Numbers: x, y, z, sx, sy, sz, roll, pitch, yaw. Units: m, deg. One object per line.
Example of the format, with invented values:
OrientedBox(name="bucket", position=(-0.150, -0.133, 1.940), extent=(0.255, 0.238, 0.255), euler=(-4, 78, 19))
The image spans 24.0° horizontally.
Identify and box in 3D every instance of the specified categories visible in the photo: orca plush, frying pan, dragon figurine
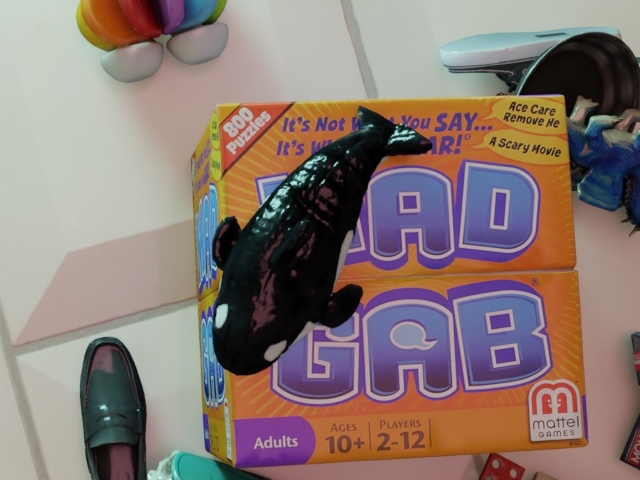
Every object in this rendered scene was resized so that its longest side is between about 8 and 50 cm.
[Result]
OrientedBox(name="orca plush", position=(0.000, 0.000, 1.397), extent=(0.287, 0.102, 0.151), euler=(-42, 92, -10))
OrientedBox(name="frying pan", position=(0.345, -0.204, 1.805), extent=(0.326, 0.053, 0.197), euler=(-47, 128, -5))
OrientedBox(name="dragon figurine", position=(0.320, -0.086, 1.771), extent=(0.289, 0.085, 0.144), euler=(7, 111, -35))

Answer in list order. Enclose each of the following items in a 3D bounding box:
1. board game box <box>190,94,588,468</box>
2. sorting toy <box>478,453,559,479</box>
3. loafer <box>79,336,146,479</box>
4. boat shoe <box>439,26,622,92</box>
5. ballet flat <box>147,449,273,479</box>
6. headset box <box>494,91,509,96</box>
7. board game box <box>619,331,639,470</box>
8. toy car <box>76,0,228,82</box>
OrientedBox(name="board game box", position=(0.055, 0.051, 1.636), extent=(0.356, 0.356, 0.356), euler=(-2, 85, -9))
OrientedBox(name="sorting toy", position=(0.279, 0.359, 1.795), extent=(0.274, 0.046, 0.132), euler=(26, 73, -8))
OrientedBox(name="loafer", position=(-0.232, 0.220, 1.717), extent=(0.076, 0.078, 0.223), euler=(-5, 86, -10))
OrientedBox(name="boat shoe", position=(0.258, -0.214, 1.841), extent=(0.228, 0.080, 0.076), euler=(-8, 110, -14))
OrientedBox(name="ballet flat", position=(-0.018, 0.357, 1.727), extent=(0.409, 0.147, 0.147), euler=(21, 82, -9))
OrientedBox(name="headset box", position=(0.233, -0.138, 1.847), extent=(0.083, 0.032, 0.062), euler=(29, 81, -7))
OrientedBox(name="board game box", position=(0.448, 0.197, 1.815), extent=(0.194, 0.060, 0.194), euler=(26, 100, 22))
OrientedBox(name="toy car", position=(-0.192, -0.278, 1.737), extent=(0.182, 0.136, 0.159), euler=(-16, 88, -10))
